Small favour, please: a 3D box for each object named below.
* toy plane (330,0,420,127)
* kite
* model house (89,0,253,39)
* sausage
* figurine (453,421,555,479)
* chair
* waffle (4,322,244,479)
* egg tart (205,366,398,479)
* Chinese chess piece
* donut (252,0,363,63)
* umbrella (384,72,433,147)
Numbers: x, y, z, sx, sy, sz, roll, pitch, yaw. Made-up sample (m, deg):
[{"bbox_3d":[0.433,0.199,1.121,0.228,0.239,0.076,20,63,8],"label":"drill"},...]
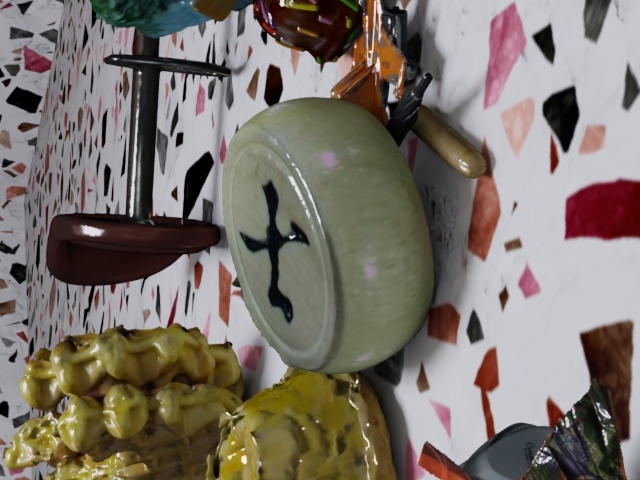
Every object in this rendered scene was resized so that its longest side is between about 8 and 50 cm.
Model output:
[{"bbox_3d":[0.054,-0.181,1.063,0.135,0.062,0.188,-140,61,-68],"label":"toy plane"},{"bbox_3d":[0.120,0.186,0.745,0.189,0.009,0.232,41,115,32],"label":"kite"},{"bbox_3d":[-0.119,-0.368,1.348,0.226,0.241,0.261,16,-113,-71],"label":"model house"},{"bbox_3d":[0.095,-0.077,0.977,0.132,0.024,0.024,-125,43,-62],"label":"sausage"},{"bbox_3d":[0.120,0.164,0.808,0.094,0.082,0.086,-94,1,-50],"label":"figurine"},{"bbox_3d":[-0.225,-0.129,1.601,0.226,0.226,0.401,-164,78,-70],"label":"chair"},{"bbox_3d":[-0.216,0.214,1.449,0.324,0.261,0.151,120,140,-57],"label":"waffle"},{"bbox_3d":[-0.031,0.242,1.131,0.315,0.120,0.315,-176,90,-71],"label":"egg tart"},{"bbox_3d":[0.000,0.000,1.041,0.238,0.092,0.238,42,141,48],"label":"Chinese chess piece"},{"bbox_3d":[-0.007,-0.278,1.183,0.230,0.095,0.216,168,110,-71],"label":"donut"},{"bbox_3d":[0.053,-0.063,1.047,0.044,0.044,0.269,62,156,11],"label":"umbrella"}]
